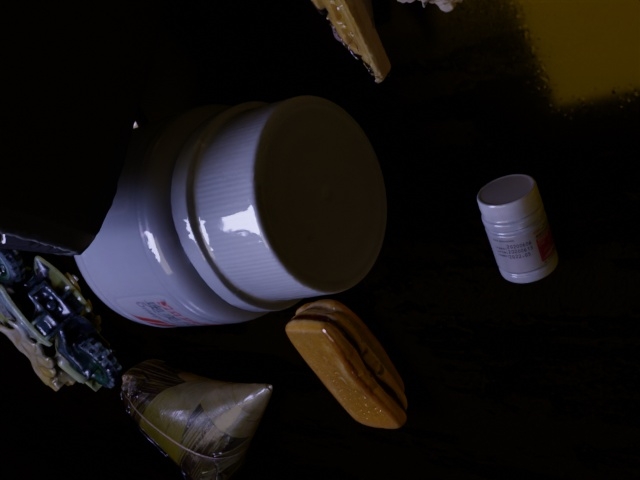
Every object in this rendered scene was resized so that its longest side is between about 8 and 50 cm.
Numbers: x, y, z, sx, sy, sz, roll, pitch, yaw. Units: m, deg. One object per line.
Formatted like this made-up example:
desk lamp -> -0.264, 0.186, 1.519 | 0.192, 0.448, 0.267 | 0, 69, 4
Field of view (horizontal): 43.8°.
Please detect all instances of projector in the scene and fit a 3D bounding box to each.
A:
projector -> -0.362, -0.218, 0.696 | 0.242, 0.405, 0.395 | 3, 168, 43

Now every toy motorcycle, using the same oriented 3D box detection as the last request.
toy motorcycle -> -0.575, 0.157, 1.647 | 0.410, 0.169, 0.237 | 48, 147, -5

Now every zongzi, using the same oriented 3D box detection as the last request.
zongzi -> -0.228, 0.273, 1.461 | 0.289, 0.154, 0.317 | 38, 126, 16

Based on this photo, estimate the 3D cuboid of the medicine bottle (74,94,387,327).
medicine bottle -> -0.105, -0.030, 0.885 | 0.306, 0.245, 0.245 | -9, 120, 43

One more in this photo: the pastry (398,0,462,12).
pastry -> 0.035, -0.282, 0.619 | 0.258, 0.089, 0.121 | 51, 158, -4

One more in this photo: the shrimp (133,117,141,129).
shrimp -> -0.306, -0.129, 1.158 | 0.150, 0.068, 0.249 | 17, 131, 30

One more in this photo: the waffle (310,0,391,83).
waffle -> 0.006, -0.210, 0.698 | 0.097, 0.023, 0.153 | 38, 169, 43

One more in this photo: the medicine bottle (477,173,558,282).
medicine bottle -> 0.189, -0.011, 0.761 | 0.058, 0.058, 0.091 | 5, 130, 44

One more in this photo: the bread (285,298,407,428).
bread -> 0.042, 0.170, 1.092 | 0.116, 0.077, 0.200 | -18, 114, 51

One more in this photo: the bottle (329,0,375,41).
bottle -> 0.022, -0.229, 0.719 | 0.045, 0.045, 0.096 | 18, 139, 34
